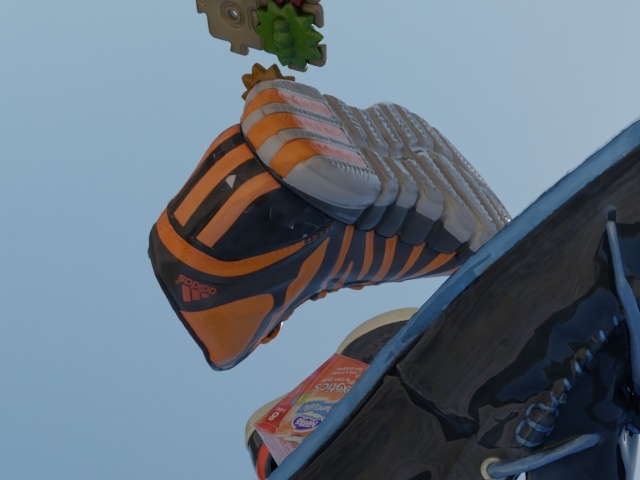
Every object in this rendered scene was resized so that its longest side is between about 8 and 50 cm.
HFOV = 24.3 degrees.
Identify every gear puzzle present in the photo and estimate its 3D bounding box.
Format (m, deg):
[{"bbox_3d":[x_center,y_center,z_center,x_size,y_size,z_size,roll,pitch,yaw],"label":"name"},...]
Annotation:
[{"bbox_3d":[-0.076,-0.258,1.603,0.175,0.339,0.044,19,-135,27],"label":"gear puzzle"}]

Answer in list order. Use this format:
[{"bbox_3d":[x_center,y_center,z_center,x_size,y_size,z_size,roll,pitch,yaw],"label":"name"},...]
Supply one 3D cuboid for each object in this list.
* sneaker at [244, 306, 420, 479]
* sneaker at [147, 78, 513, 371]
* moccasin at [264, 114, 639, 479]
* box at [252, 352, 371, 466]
[{"bbox_3d":[0.045,0.237,2.034,0.350,0.131,0.148,-42,-146,22],"label":"sneaker"},{"bbox_3d":[0.000,0.000,0.999,0.180,0.321,0.124,-44,-122,21],"label":"sneaker"},{"bbox_3d":[0.091,0.071,0.630,0.138,0.117,0.342,-24,157,-54],"label":"moccasin"},{"bbox_3d":[0.067,0.310,1.850,0.154,0.300,0.142,-40,-154,-22],"label":"box"}]
